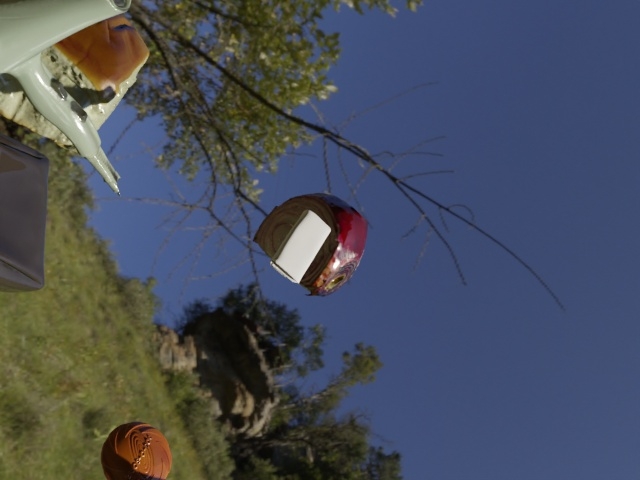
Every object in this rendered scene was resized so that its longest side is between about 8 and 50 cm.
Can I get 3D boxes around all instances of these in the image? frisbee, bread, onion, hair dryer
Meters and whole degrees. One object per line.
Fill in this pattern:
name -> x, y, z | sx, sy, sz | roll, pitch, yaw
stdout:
frisbee -> -0.472, 0.561, 1.753 | 0.035, 0.192, 0.192 | -41, -120, 41
bread -> -0.484, -0.351, 1.297 | 0.225, 0.250, 0.279 | -43, -157, 34
onion -> 0.003, 0.000, 1.494 | 0.216, 0.207, 0.206 | 44, -84, 24
hair dryer -> -0.235, -0.168, 0.667 | 0.229, 0.267, 0.092 | -21, -135, 35

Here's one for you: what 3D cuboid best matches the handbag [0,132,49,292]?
handbag -> -0.597, -0.060, 1.230 | 0.114, 0.257, 0.285 | -5, -106, 5

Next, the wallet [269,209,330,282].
wallet -> -0.032, 0.009, 1.134 | 0.025, 0.061, 0.122 | -32, -157, 56
